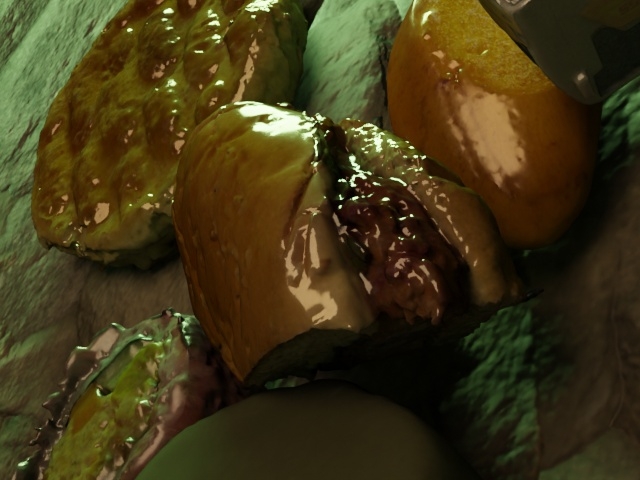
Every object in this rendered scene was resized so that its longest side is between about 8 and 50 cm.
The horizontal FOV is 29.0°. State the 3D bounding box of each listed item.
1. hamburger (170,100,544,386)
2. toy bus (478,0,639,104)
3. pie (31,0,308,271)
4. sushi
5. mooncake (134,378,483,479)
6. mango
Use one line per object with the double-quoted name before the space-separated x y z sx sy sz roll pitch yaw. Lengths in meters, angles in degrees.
"hamburger" 0.000 0.000 0.756 0.155 0.282 0.245 -16 65 -16
"toy bus" 0.238 -0.215 0.674 0.342 0.138 0.097 -35 49 5
"pie" -0.145 -0.122 1.131 0.339 0.083 0.339 -28 46 33
"sushi" -0.125 0.165 0.848 0.161 0.107 0.241 -9 50 47
"mooncake" -0.024 0.203 0.671 0.275 0.135 0.275 -32 31 22
"mango" 0.116 -0.081 0.790 0.141 0.102 0.217 -16 51 6
